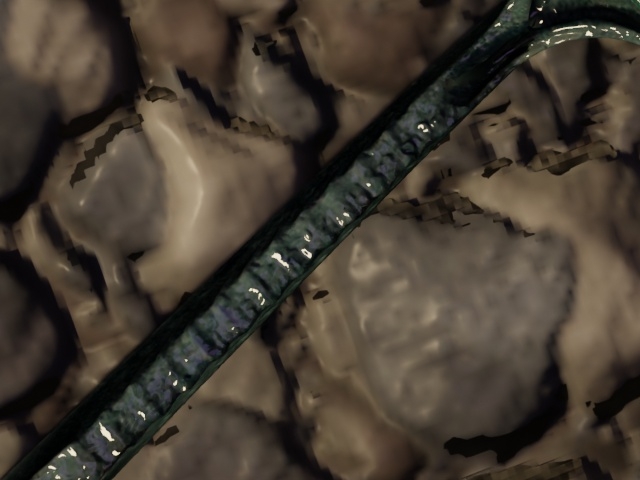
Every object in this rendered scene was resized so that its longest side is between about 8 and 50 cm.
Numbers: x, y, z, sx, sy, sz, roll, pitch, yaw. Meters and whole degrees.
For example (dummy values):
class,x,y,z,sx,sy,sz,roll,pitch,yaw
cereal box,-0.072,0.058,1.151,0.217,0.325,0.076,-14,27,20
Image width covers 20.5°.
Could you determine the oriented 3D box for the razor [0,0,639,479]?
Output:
class,x,y,z,sx,sy,sz,roll,pitch,yaw
razor,-0.001,0.000,0.393,0.190,0.033,0.066,-45,96,-5
